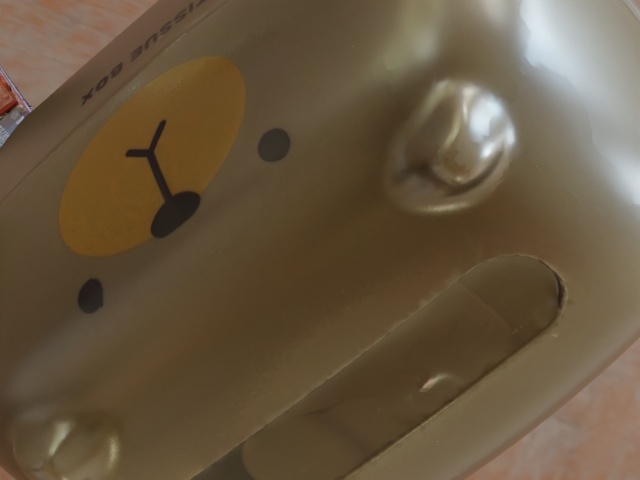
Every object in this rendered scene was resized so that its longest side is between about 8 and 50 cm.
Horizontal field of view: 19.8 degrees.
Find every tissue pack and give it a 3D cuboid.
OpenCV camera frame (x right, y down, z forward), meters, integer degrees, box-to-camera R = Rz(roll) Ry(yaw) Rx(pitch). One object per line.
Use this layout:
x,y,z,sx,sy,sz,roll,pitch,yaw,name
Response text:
0.000,0.000,0.930,0.387,0.277,0.267,-36,122,19,tissue pack

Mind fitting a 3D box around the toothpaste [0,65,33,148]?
-0.314,-0.188,1.335,0.066,0.076,0.320,-36,72,-2,toothpaste
